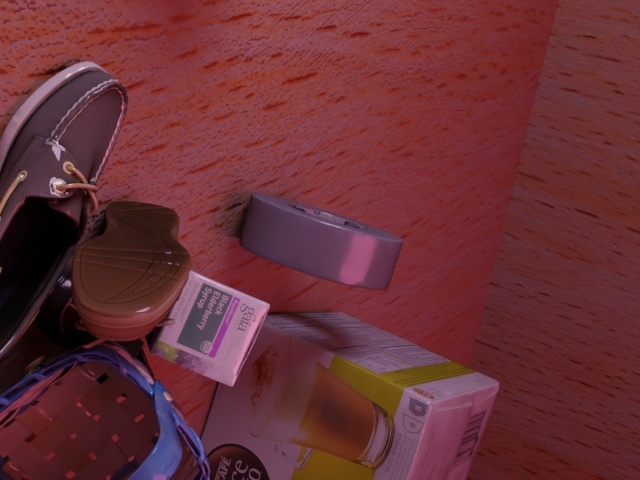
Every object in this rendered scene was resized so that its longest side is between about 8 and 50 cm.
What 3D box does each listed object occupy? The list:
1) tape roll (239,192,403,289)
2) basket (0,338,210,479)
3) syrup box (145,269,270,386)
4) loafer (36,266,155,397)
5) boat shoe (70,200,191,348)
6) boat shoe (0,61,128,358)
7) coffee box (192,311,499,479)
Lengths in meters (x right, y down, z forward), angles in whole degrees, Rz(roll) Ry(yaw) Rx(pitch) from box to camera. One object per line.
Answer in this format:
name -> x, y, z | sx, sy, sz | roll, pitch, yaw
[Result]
tape roll -> 0.000, 0.000, 1.108 | 0.219, 0.219, 0.072 | 7, 102, -64
basket -> -0.231, 0.222, 0.718 | 0.255, 0.289, 0.201 | -41, 108, -4
syrup box -> -0.136, 0.092, 0.913 | 0.093, 0.096, 0.237 | -67, -169, -7
loafer -> -0.233, 0.108, 0.890 | 0.080, 0.078, 0.220 | -57, 152, -25
boat shoe -> -0.182, 0.039, 0.785 | 0.285, 0.105, 0.089 | -104, -154, -71
boat shoe -> -0.256, -0.028, 0.735 | 0.305, 0.091, 0.109 | -62, 153, -17
coffee box -> 0.037, 0.326, 1.280 | 0.338, 0.334, 0.337 | 8, 102, -62
